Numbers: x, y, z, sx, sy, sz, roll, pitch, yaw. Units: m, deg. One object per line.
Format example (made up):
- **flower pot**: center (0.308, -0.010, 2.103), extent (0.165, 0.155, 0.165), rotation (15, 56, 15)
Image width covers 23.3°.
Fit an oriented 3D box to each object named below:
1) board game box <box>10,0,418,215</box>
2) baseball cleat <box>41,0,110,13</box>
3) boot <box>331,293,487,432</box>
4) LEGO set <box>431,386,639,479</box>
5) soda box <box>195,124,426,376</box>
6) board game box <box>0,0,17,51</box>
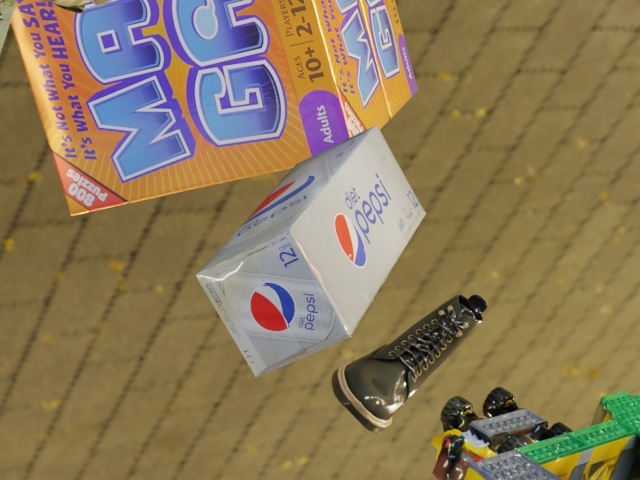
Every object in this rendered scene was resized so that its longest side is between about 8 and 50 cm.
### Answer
- **board game box**: center (-0.126, -0.275, 1.852), extent (0.356, 0.356, 0.356), rotation (-11, -166, 18)
- **baseball cleat**: center (-0.133, -0.223, 0.945), extent (0.109, 0.072, 0.206), rotation (17, 139, -20)
- **boot**: center (0.092, 0.111, 1.547), extent (0.137, 0.077, 0.198), rotation (-42, 179, 17)
- **LEGO set**: center (0.167, 0.220, 0.650), extent (0.255, 0.331, 0.192), rotation (-11, 124, -59)
- **soda box**: center (0.000, 0.000, 1.278), extent (0.091, 0.098, 0.286), rotation (-25, -168, 23)
- **board game box**: center (-0.242, -0.092, 0.859), extent (0.056, 0.208, 0.347), rotation (8, 122, -28)
